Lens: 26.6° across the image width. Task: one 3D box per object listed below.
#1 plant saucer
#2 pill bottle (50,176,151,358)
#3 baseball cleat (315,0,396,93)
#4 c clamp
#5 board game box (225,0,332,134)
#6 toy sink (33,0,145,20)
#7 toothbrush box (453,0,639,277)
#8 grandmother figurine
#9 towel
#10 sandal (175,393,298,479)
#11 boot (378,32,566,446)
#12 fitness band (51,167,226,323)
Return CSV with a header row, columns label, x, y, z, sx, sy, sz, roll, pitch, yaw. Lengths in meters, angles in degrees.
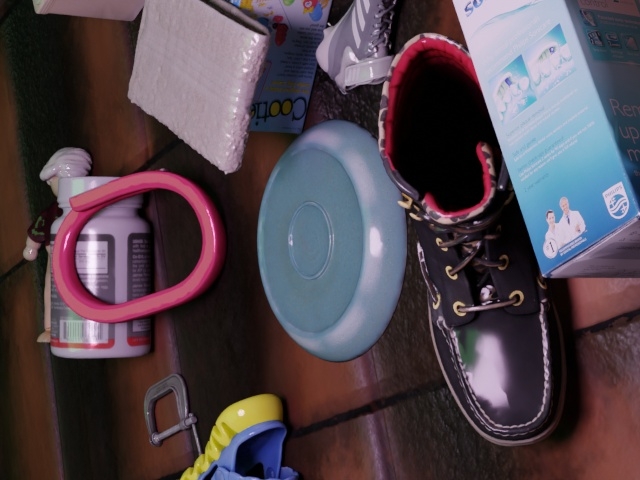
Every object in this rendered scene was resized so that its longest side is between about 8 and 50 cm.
label,x,y,z,sx,sy,sz,roll,pitch,yaw
plant saucer,0.000,0.000,1.754,0.317,0.043,0.318,-1,88,56
pill bottle,-0.352,0.042,2.167,0.161,0.161,0.283,0,89,56
baseball cleat,0.073,-0.262,1.638,0.109,0.072,0.206,55,137,18
c clamp,-0.238,0.281,2.121,0.160,0.022,0.137,-25,70,53
board game box,-0.086,-0.296,1.788,0.142,0.144,0.275,38,120,49
toy sink,-0.399,-0.454,2.171,0.131,0.234,0.153,-42,57,47
toothbrush box,0.266,-0.123,1.204,0.126,0.216,0.296,-40,57,46
grandmother figurine,-0.444,0.007,2.369,0.207,0.104,0.343,-1,86,29
towel,-0.157,-0.219,1.725,0.282,0.049,0.187,39,123,47
sandal,-0.124,0.360,1.872,0.138,0.126,0.317,57,136,33
boot,0.150,0.001,1.323,0.138,0.284,0.378,-8,73,11
fitness band,-0.276,0.010,2.027,0.290,0.054,0.209,-18,86,21
